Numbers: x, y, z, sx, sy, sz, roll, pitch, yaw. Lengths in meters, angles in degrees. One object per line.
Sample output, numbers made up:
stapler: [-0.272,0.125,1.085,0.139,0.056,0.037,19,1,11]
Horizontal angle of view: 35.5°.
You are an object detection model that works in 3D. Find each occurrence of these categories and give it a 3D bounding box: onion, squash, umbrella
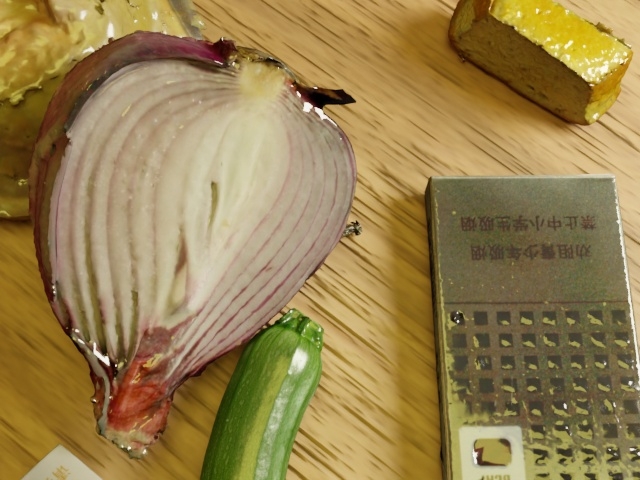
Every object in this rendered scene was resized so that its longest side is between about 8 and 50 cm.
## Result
onion: [-0.137,-0.007,0.854,0.267,0.159,0.349,22,95,-28]
squash: [-0.051,0.160,0.846,0.077,0.068,0.219,16,70,11]
umbrella: [0.000,-0.002,0.936,0.083,0.020,0.031,-21,33,-10]

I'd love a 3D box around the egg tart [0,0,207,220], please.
egg tart: [-0.279,-0.192,0.927,0.351,0.150,0.352,0,72,0]

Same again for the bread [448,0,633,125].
bread: [0.209,-0.188,0.970,0.187,0.103,0.065,37,74,6]

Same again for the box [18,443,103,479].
box: [-0.171,0.290,0.770,0.233,0.067,0.149,37,53,10]

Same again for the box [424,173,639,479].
box: [0.192,0.097,0.892,0.180,0.047,0.325,0,70,-3]
